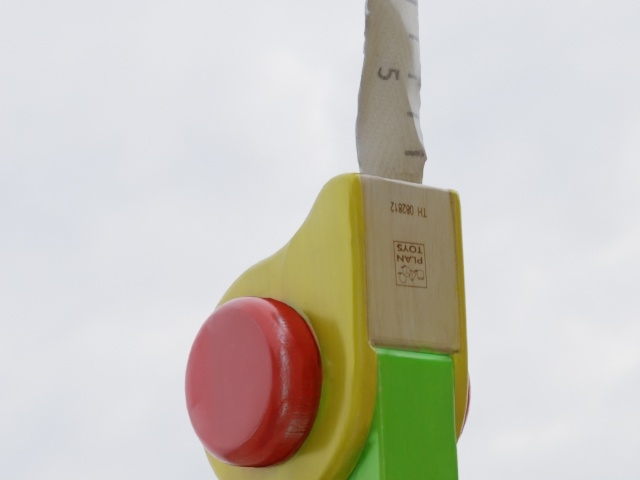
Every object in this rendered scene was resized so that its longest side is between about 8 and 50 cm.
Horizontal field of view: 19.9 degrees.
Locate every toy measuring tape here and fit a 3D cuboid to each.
[{"bbox_3d":[0.000,0.000,0.772,0.121,0.330,0.121,-2,-12,0],"label":"toy measuring tape"}]
